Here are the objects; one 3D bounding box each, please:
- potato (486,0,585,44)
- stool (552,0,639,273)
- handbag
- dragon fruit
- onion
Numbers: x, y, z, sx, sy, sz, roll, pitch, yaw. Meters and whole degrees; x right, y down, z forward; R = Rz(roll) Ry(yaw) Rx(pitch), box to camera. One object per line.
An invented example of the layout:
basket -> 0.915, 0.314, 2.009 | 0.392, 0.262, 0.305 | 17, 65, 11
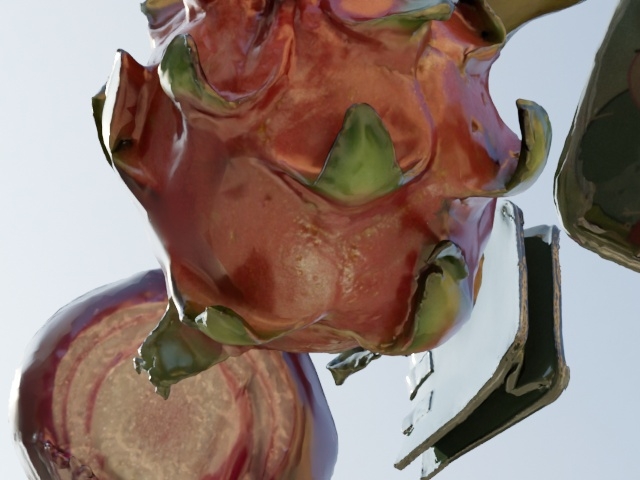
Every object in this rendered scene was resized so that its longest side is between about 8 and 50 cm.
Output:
potato -> 0.074, -0.221, 1.030 | 0.351, 0.202, 0.218 | -37, -90, 1
stool -> 0.394, -0.093, 1.182 | 0.310, 0.226, 0.310 | 26, -79, 30
handbag -> 0.171, 0.115, 1.605 | 0.079, 0.247, 0.260 | 25, -46, -19
dragon fruit -> -0.005, -0.008, 0.494 | 0.137, 0.135, 0.236 | -6, -30, -11
onion -> -0.070, 0.074, 0.767 | 0.173, 0.198, 0.135 | 28, -25, -13
